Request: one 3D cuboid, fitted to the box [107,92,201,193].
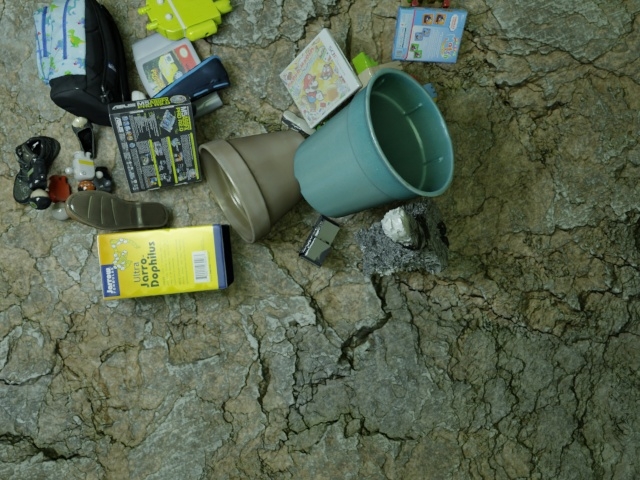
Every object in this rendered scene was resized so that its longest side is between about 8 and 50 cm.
[{"bbox_3d":[-0.466,-0.274,1.446,0.216,0.270,0.060,-14,47,-17],"label":"box"}]

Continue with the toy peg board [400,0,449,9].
[{"bbox_3d":[0.349,-0.739,1.633,0.161,0.079,0.160,-2,91,-3],"label":"toy peg board"}]

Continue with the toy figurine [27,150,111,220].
[{"bbox_3d":[-0.742,-0.156,1.507,0.209,0.213,0.148,-11,77,-7],"label":"toy figurine"}]

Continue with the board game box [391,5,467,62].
[{"bbox_3d":[0.344,-0.657,1.612,0.211,0.039,0.160,2,129,-3],"label":"board game box"}]

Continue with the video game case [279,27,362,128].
[{"bbox_3d":[-0.005,-0.496,1.561,0.227,0.026,0.206,-33,86,40],"label":"video game case"}]

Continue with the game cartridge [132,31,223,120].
[{"bbox_3d":[-0.462,-0.519,1.599,0.196,0.060,0.294,-28,93,1],"label":"game cartridge"}]

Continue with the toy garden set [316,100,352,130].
[{"bbox_3d":[0.101,-0.416,1.638,0.244,0.049,0.204,-13,92,-3],"label":"toy garden set"}]

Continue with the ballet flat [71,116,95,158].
[{"bbox_3d":[-0.711,-0.315,1.532,0.057,0.173,0.049,-24,72,-20],"label":"ballet flat"}]

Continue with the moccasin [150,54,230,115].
[{"bbox_3d":[-0.404,-0.416,1.492,0.342,0.138,0.117,-41,115,-14],"label":"moccasin"}]

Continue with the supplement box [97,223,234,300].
[{"bbox_3d":[-0.459,0.059,1.538,0.356,0.194,0.195,-5,92,-4],"label":"supplement box"}]

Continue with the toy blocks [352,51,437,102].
[{"bbox_3d":[0.264,-0.407,1.575,0.261,0.191,0.381,-26,93,-35],"label":"toy blocks"}]

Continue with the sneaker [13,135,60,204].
[{"bbox_3d":[-0.893,-0.219,1.538,0.087,0.130,0.227,30,91,-2],"label":"sneaker"}]

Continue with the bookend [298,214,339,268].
[{"bbox_3d":[0.000,0.000,1.587,0.072,0.157,0.156,30,90,-4],"label":"bookend"}]

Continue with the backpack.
[{"bbox_3d":[-0.692,-0.540,1.478,0.273,0.290,0.355,1,84,11],"label":"backpack"}]

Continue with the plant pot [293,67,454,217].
[{"bbox_3d":[0.125,-0.225,1.364,0.341,0.334,0.341,17,63,-37],"label":"plant pot"}]

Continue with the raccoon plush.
[{"bbox_3d":[0.179,-0.018,1.472,0.299,0.446,0.216,-13,65,29],"label":"raccoon plush"}]

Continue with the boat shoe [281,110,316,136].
[{"bbox_3d":[-0.071,-0.370,1.634,0.125,0.038,0.046,30,47,-9],"label":"boat shoe"}]

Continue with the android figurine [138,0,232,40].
[{"bbox_3d":[-0.422,-0.724,1.563,0.273,0.056,0.248,-24,78,-15],"label":"android figurine"}]

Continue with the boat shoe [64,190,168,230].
[{"bbox_3d":[-0.609,-0.073,1.487,0.104,0.307,0.111,-8,78,39],"label":"boat shoe"}]

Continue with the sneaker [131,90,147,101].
[{"bbox_3d":[-0.496,-0.334,1.582,0.123,0.106,0.290,-20,102,-9],"label":"sneaker"}]

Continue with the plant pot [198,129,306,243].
[{"bbox_3d":[-0.168,-0.194,1.522,0.280,0.323,0.323,-30,93,-20],"label":"plant pot"}]
